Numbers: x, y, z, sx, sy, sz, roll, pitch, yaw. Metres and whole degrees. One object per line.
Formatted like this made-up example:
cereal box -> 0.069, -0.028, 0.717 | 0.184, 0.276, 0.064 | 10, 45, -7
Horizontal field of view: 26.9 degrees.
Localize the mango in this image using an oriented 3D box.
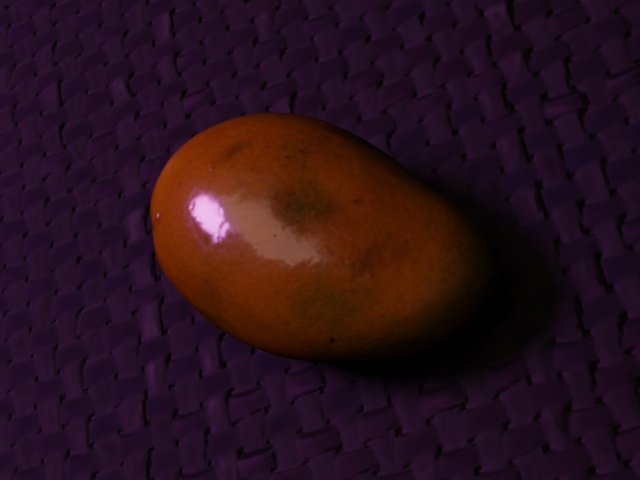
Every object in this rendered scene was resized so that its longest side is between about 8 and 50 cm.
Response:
mango -> -0.005, 0.003, 0.615 | 0.163, 0.089, 0.111 | 36, 82, 27
